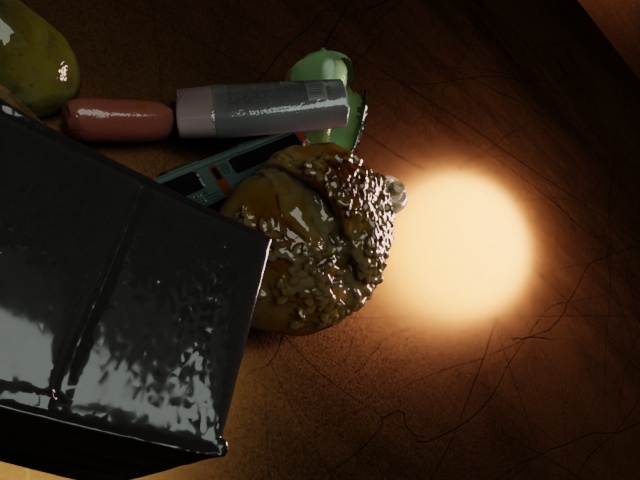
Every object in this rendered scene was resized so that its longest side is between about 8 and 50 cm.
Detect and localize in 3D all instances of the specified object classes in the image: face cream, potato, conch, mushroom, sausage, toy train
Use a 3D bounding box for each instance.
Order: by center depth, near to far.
[{"bbox_3d":[-0.438,-0.269,0.633,0.272,0.111,0.160,28,56,-26],"label":"potato"},{"bbox_3d":[-0.289,-0.174,0.733,0.154,0.062,0.062,-10,78,-39],"label":"sausage"},{"bbox_3d":[-0.177,-0.080,0.762,0.409,0.086,0.089,-31,91,-40],"label":"toy train"},{"bbox_3d":[-0.094,-0.213,0.810,0.269,0.073,0.107,-6,44,-10],"label":"face cream"},{"bbox_3d":[0.018,-0.228,0.934,0.143,0.137,0.250,-26,100,-63],"label":"conch"},{"bbox_3d":[0.138,-0.093,1.012,0.084,0.067,0.083,10,68,-26],"label":"mushroom"}]

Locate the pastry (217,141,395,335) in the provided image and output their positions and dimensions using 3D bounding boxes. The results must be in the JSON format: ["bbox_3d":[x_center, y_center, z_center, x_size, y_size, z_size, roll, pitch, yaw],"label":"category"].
[{"bbox_3d":[0.000,0.000,0.750,0.316,0.184,0.284,-37,119,-33],"label":"pastry"}]

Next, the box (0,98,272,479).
[{"bbox_3d":[-0.243,0.093,0.481,0.251,0.345,0.204,27,52,-24],"label":"box"}]

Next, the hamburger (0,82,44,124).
[{"bbox_3d":[-0.374,-0.094,0.578,0.130,0.183,0.206,-37,99,-6],"label":"hamburger"}]
